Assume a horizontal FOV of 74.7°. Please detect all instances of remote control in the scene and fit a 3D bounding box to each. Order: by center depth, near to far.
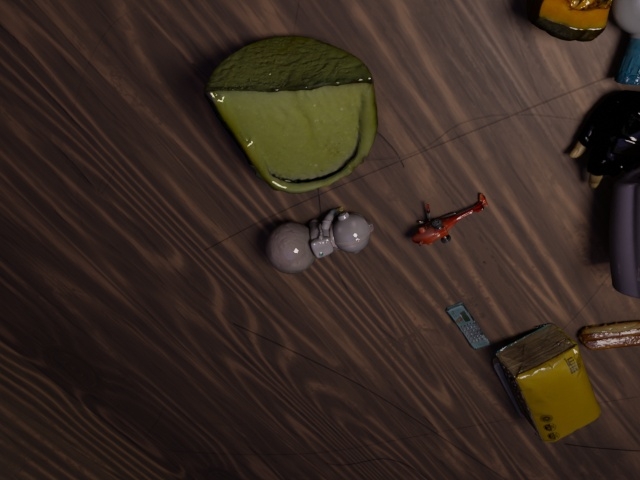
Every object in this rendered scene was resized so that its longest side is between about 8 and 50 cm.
[{"bbox_3d":[0.615,0.441,1.275,0.103,0.034,0.250,-24,111,24],"label":"remote control"}]

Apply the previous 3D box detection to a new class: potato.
[{"bbox_3d":[-0.044,-0.273,0.934,0.330,0.213,0.280,-4,138,5],"label":"potato"}]

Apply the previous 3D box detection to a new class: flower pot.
[{"bbox_3d":[0.728,-0.032,0.848,0.265,0.265,0.243,-14,106,21],"label":"flower pot"}]

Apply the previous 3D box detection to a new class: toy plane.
[{"bbox_3d":[0.322,-0.039,1.042,0.194,0.077,0.126,-10,126,9],"label":"toy plane"}]

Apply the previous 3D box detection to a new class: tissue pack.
[{"bbox_3d":[0.631,0.396,1.156,0.192,0.134,0.271,-29,111,4],"label":"tissue pack"}]

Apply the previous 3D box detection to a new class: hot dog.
[{"bbox_3d":[0.781,0.253,1.115,0.165,0.045,0.071,-12,118,20],"label":"hot dog"}]

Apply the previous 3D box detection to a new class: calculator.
[{"bbox_3d":[0.429,0.251,1.219,0.057,0.018,0.172,-29,109,25],"label":"calculator"}]

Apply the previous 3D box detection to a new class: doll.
[{"bbox_3d":[0.000,0.000,1.102,0.287,0.151,0.151,-14,116,17],"label":"doll"}]

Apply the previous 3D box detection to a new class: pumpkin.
[{"bbox_3d":[0.442,-0.476,0.727,0.131,0.126,0.248,15,104,14],"label":"pumpkin"}]

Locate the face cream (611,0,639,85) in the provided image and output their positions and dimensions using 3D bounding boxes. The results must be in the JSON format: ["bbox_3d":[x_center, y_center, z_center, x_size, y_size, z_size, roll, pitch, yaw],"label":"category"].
[{"bbox_3d":[0.599,-0.446,0.719,0.163,0.080,0.337,7,121,9],"label":"face cream"}]

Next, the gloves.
[{"bbox_3d":[0.612,-0.197,0.854,0.164,0.124,0.203,19,117,24],"label":"gloves"}]
